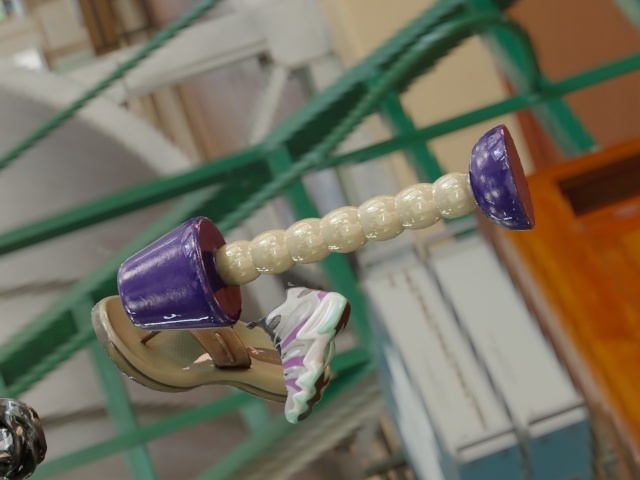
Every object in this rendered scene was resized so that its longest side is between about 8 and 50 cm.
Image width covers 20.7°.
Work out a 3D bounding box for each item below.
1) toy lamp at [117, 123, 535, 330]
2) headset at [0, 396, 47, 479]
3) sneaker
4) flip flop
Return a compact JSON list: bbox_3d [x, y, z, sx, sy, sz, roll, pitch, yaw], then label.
[{"bbox_3d":[0.000,0.000,1.148,0.080,0.275,0.080,-16,-90,-76],"label":"toy lamp"},{"bbox_3d":[-0.204,0.246,0.742,0.243,0.185,0.394,42,-128,-38],"label":"headset"},{"bbox_3d":[-0.025,0.078,1.261,0.038,0.069,0.098,56,-127,-70],"label":"sneaker"},{"bbox_3d":[-0.098,0.094,1.696,0.080,0.277,0.112,-54,39,29],"label":"flip flop"}]
